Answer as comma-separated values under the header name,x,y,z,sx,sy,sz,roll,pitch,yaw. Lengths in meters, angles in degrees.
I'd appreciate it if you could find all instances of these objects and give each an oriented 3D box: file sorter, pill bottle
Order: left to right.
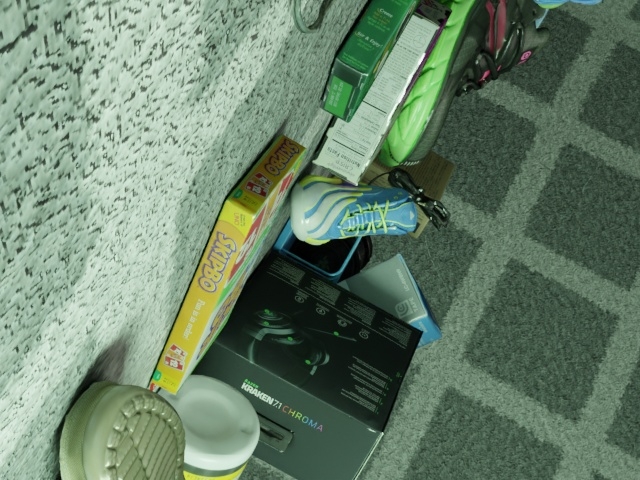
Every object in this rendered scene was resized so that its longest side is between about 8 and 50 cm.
name,x,y,z,sx,sy,sz,roll,pitch,yaw
pill bottle,-0.154,0.256,1.163,0.208,0.119,0.119,-63,177,33
file sorter,0.000,0.000,1.606,0.118,0.104,0.170,-61,177,-11

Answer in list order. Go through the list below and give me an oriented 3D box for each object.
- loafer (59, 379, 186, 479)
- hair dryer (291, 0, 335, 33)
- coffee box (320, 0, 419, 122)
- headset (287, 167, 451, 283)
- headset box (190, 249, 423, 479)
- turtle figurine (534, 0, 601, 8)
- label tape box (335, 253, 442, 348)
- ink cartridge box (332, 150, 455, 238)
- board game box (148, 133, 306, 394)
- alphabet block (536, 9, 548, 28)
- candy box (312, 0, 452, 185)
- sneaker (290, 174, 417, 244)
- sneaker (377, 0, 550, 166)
name,x,y,z,sx,sy,sz,roll,pitch,yaw
loafer,-0.153,0.185,0.792,0.268,0.092,0.102,88,23,-53
hair dryer,0.074,-0.280,0.673,0.293,0.080,0.223,-54,-169,-22
coffee box,0.064,-0.224,1.134,0.184,0.040,0.113,-60,178,-21
headset,0.033,0.043,1.827,0.394,0.185,0.243,-50,-179,17
headset box,-0.023,0.173,1.408,0.131,0.246,0.283,-63,178,28
turtle figurine,0.213,-0.399,1.175,0.198,0.275,0.266,-25,137,-46
label tape box,0.006,0.161,1.694,0.348,0.115,0.249,-23,164,5
ink cartridge box,0.140,-0.123,2.028,0.088,0.193,0.234,-60,178,27
board game box,-0.090,0.033,0.989,0.259,0.039,0.124,-60,178,38
alphabet block,0.308,-0.452,1.821,0.192,0.193,0.197,-60,178,7
candy box,0.083,-0.203,1.403,0.233,0.071,0.159,-62,178,23
sneaker,0.053,-0.045,1.406,0.240,0.126,0.091,-12,98,-67
sneaker,0.236,-0.302,1.592,0.483,0.202,0.185,-59,-159,-14
